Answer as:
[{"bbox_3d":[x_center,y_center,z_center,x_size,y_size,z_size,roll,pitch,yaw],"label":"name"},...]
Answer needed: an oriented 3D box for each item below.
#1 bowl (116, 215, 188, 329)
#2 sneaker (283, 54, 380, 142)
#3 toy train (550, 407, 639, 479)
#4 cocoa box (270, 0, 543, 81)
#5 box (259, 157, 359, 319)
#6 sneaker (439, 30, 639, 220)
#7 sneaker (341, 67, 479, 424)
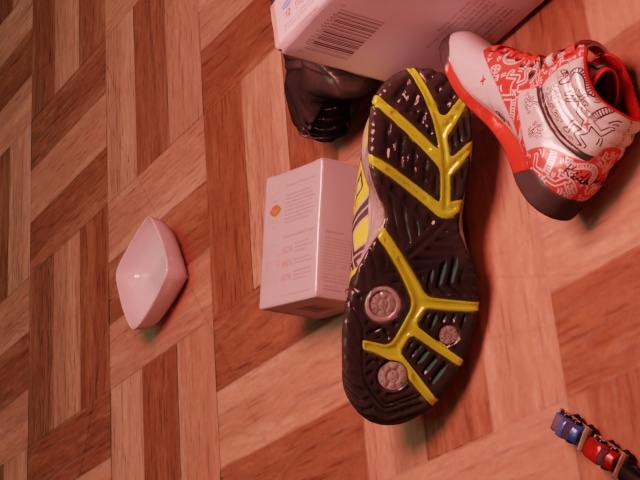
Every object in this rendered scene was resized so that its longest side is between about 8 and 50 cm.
[{"bbox_3d":[-0.250,0.052,2.106,0.142,0.053,0.142,-57,37,30],"label":"bowl"},{"bbox_3d":[0.015,-0.181,1.706,0.286,0.109,0.130,-130,42,-78],"label":"sneaker"},{"bbox_3d":[0.260,0.196,1.273,0.158,0.036,0.027,36,110,56],"label":"toy train"},{"bbox_3d":[0.121,-0.358,1.487,0.347,0.231,0.228,-40,49,45],"label":"cocoa box"},{"bbox_3d":[0.000,0.000,1.694,0.130,0.091,0.170,-16,67,55],"label":"box"},{"bbox_3d":[0.225,-0.160,1.399,0.145,0.090,0.270,-54,43,31],"label":"sneaker"},{"bbox_3d":[0.101,0.010,1.528,0.147,0.145,0.385,157,121,-89],"label":"sneaker"}]
